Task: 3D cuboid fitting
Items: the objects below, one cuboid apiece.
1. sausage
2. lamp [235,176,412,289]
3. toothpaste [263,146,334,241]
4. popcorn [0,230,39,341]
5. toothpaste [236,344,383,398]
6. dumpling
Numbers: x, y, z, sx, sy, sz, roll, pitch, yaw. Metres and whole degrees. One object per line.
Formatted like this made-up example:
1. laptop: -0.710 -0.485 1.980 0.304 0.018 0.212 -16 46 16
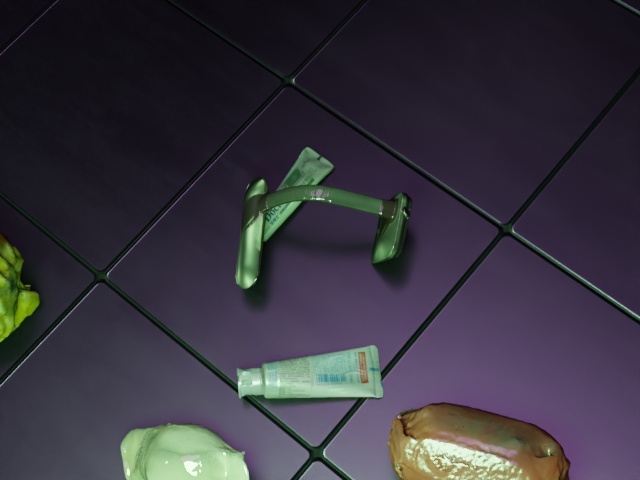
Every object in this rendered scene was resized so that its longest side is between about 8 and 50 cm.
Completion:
1. sausage: 0.237 0.329 1.724 0.280 0.152 0.152 14 68 11
2. lamp: -0.002 -0.002 1.901 0.283 0.124 0.203 9 76 1
3. toothpaste: -0.062 -0.071 2.004 0.064 0.041 0.218 35 71 9
4. popcorn: -0.585 0.078 1.922 0.169 0.189 0.218 -13 70 8
5. toothpaste: -0.018 0.221 1.859 0.234 0.057 0.089 -5 67 -3
6. dumpling: -0.216 0.371 1.785 0.216 0.126 0.166 8 93 1
